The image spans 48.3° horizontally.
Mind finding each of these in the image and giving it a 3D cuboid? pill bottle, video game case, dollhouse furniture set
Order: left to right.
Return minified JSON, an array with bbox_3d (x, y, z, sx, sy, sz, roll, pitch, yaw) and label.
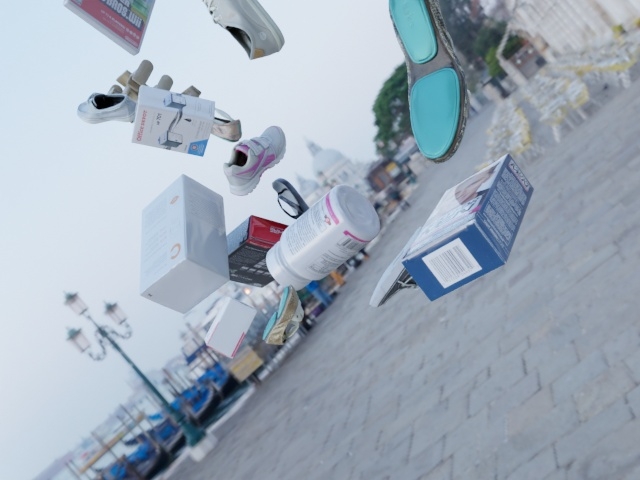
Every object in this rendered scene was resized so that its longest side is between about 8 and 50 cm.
[{"bbox_3d":[-0.492,-0.617,1.731,0.025,0.204,0.285,-15,56,39],"label":"video game case"},{"bbox_3d":[-0.535,-0.476,2.313,0.212,0.242,0.161,-19,44,46],"label":"dollhouse furniture set"},{"bbox_3d":[0.000,0.000,1.807,0.283,0.160,0.160,-39,1,31],"label":"pill bottle"}]

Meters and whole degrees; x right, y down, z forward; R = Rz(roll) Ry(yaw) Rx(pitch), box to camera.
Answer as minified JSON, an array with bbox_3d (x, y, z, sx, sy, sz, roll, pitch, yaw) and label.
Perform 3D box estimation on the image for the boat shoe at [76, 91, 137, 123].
[{"bbox_3d":[-0.599,-0.376,1.976,0.228,0.081,0.079,5,60,30],"label":"boat shoe"}]

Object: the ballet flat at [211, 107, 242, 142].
[{"bbox_3d":[-0.440,-0.473,2.774,0.107,0.316,0.106,-49,-28,-55],"label":"ballet flat"}]

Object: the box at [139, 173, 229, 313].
[{"bbox_3d":[-0.413,0.009,2.156,0.215,0.168,0.345,-36,43,27],"label":"box"}]

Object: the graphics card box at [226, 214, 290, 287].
[{"bbox_3d":[-0.207,0.044,2.347,0.371,0.233,0.094,-35,47,52],"label":"graphics card box"}]

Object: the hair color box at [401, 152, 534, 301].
[{"bbox_3d":[0.299,-0.035,1.411,0.174,0.105,0.347,-32,9,34],"label":"hair color box"}]

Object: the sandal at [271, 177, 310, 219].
[{"bbox_3d":[-0.079,-0.100,2.215,0.054,0.254,0.097,-32,-26,-18],"label":"sandal"}]

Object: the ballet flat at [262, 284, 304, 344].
[{"bbox_3d":[-0.076,0.177,1.671,0.206,0.067,0.073,118,166,-47],"label":"ballet flat"}]

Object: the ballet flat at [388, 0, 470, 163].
[{"bbox_3d":[0.299,-0.432,1.820,0.164,0.482,0.182,-17,-7,36],"label":"ballet flat"}]

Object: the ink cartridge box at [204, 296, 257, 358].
[{"bbox_3d":[-0.269,0.254,2.122,0.158,0.092,0.218,-63,7,-8],"label":"ink cartridge box"}]

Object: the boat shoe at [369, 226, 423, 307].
[{"bbox_3d":[0.259,0.100,2.136,0.306,0.105,0.113,-56,3,23],"label":"boat shoe"}]

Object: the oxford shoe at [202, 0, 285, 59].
[{"bbox_3d":[-0.293,-0.726,2.149,0.130,0.449,0.169,-41,6,-9],"label":"oxford shoe"}]

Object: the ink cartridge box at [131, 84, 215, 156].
[{"bbox_3d":[-0.377,-0.303,1.825,0.139,0.191,0.082,118,154,-48],"label":"ink cartridge box"}]

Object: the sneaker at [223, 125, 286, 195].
[{"bbox_3d":[-0.192,-0.253,2.091,0.252,0.103,0.111,-57,-35,-24],"label":"sneaker"}]
